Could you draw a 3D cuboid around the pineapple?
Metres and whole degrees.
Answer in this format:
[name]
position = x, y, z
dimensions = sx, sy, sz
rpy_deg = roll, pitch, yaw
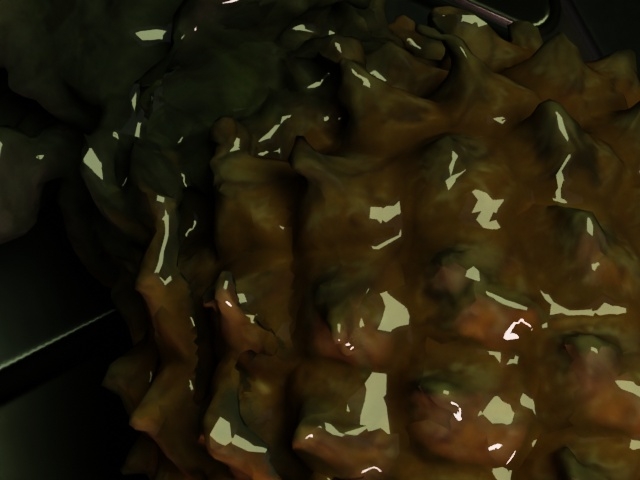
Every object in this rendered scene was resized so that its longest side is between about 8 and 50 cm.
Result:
[pineapple]
position = 0.000, 0.000, 0.466
dimensions = 0.357, 0.223, 0.223
rpy_deg = 46, 61, 2
